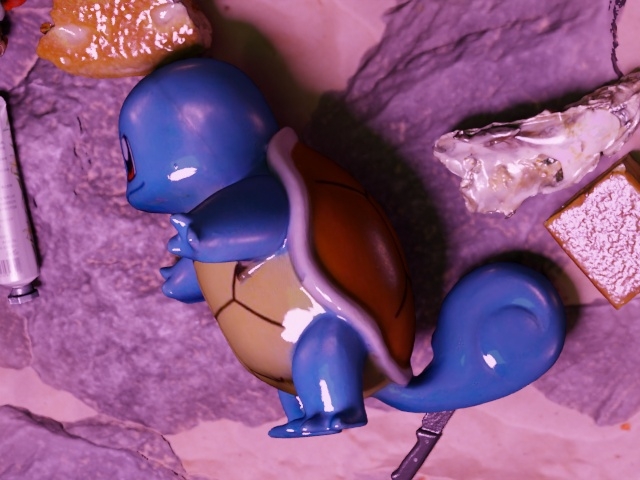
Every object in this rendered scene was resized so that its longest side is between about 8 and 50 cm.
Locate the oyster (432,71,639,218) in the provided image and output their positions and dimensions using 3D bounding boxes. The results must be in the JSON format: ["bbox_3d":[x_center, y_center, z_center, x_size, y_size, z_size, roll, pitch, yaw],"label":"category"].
[{"bbox_3d":[0.184,-0.076,1.213,0.200,0.061,0.106,-3,125,24],"label":"oyster"}]

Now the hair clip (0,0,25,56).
[{"bbox_3d":[-0.335,-0.165,1.344,0.321,0.091,0.138,-53,54,29],"label":"hair clip"}]

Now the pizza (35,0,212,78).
[{"bbox_3d":[-0.178,-0.233,1.274,0.154,0.069,0.193,-6,106,22],"label":"pizza"}]

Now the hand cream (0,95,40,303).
[{"bbox_3d":[-0.299,-0.037,1.411,0.067,0.042,0.194,-5,102,30],"label":"hand cream"}]

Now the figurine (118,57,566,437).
[{"bbox_3d":[-0.016,0.037,1.231,0.416,0.298,0.243,34,87,2],"label":"figurine"}]

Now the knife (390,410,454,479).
[{"bbox_3d":[0.105,0.157,1.341,0.023,0.010,0.170,31,115,2],"label":"knife"}]

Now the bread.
[{"bbox_3d":[0.243,-0.006,1.214,0.090,0.035,0.094,-40,91,28],"label":"bread"}]
